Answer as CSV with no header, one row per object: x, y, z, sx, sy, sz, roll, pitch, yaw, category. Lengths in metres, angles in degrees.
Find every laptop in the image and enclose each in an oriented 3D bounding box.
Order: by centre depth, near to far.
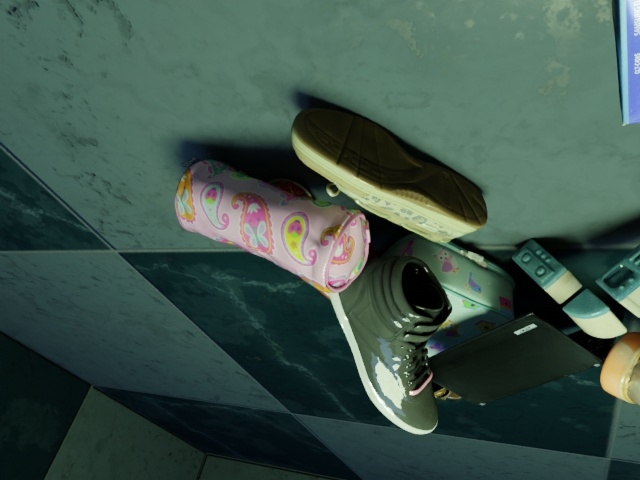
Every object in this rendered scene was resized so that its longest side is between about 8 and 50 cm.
0.324,0.165,0.838,0.234,0.264,0.137,-39,81,42,laptop

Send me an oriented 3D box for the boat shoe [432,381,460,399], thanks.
0.245,0.291,1.119,0.110,0.105,0.307,-6,141,31,boat shoe

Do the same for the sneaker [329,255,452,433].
0.128,0.150,0.727,0.146,0.104,0.296,-18,101,48,sneaker

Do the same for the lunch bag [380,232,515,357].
0.173,0.101,0.872,0.223,0.108,0.279,28,144,-9,lunch bag

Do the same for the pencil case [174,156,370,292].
-0.071,-0.029,0.714,0.284,0.124,0.124,23,152,28,pencil case

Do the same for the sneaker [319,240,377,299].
0.000,0.000,0.848,0.221,0.128,0.087,33,-167,15,sneaker

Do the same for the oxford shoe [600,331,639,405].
0.569,0.226,0.771,0.363,0.130,0.132,10,-169,-34,oxford shoe

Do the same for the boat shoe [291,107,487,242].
0.081,-0.070,0.665,0.285,0.105,0.089,27,143,-16,boat shoe

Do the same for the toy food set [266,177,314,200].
-0.051,-0.065,0.806,0.082,0.020,0.083,-10,139,35,toy food set

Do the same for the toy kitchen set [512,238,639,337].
0.374,-0.003,0.675,0.207,0.166,0.122,-45,121,13,toy kitchen set

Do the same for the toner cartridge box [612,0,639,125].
0.202,-0.252,0.290,0.075,0.165,0.348,-4,141,29,toner cartridge box
